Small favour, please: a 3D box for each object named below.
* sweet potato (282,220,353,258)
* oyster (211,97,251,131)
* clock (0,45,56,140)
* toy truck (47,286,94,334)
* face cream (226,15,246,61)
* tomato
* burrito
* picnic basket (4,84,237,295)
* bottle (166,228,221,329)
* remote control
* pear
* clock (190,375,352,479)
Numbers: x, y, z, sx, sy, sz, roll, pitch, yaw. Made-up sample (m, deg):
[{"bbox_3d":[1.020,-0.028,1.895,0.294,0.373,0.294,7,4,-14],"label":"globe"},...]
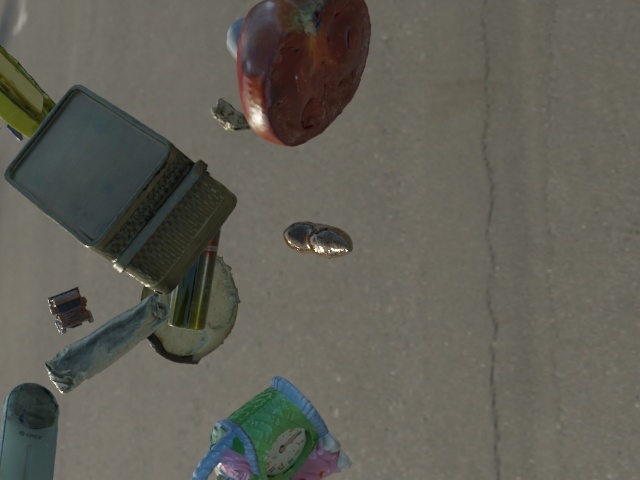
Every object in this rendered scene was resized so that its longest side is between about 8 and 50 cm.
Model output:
[{"bbox_3d":[0.003,-0.001,1.578,0.218,0.065,0.051,11,108,60],"label":"sweet potato"},{"bbox_3d":[-0.151,-0.212,1.789,0.034,0.093,0.051,-43,19,47],"label":"oyster"},{"bbox_3d":[-0.552,-0.267,1.708,0.071,0.293,0.277,-39,17,4],"label":"clock"},{"bbox_3d":[-0.600,0.166,2.415,0.092,0.083,0.192,70,163,-4],"label":"toy truck"},{"bbox_3d":[-0.125,-0.365,1.899,0.091,0.091,0.095,-55,54,42],"label":"face cream"},{"bbox_3d":[-0.043,-0.247,1.370,0.140,0.233,0.200,27,146,30],"label":"tomato"},{"bbox_3d":[-0.403,0.190,1.937,0.275,0.059,0.082,-35,80,9],"label":"burrito"},{"bbox_3d":[-0.247,-0.065,1.253,0.267,0.139,0.165,31,82,41],"label":"picnic basket"},{"bbox_3d":[-0.256,0.038,2.095,0.082,0.082,0.286,13,94,63],"label":"bottle"},{"bbox_3d":[-0.529,0.373,1.817,0.052,0.104,0.247,-38,42,40],"label":"remote control"},{"bbox_3d":[-0.323,0.149,2.300,0.178,0.267,0.266,-11,73,59],"label":"pear"},{"bbox_3d":[-0.075,0.283,1.230,0.195,0.194,0.100,-44,46,-15],"label":"clock"}]
